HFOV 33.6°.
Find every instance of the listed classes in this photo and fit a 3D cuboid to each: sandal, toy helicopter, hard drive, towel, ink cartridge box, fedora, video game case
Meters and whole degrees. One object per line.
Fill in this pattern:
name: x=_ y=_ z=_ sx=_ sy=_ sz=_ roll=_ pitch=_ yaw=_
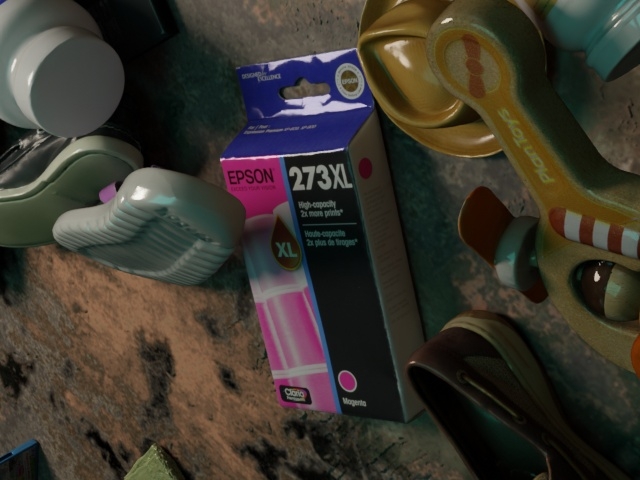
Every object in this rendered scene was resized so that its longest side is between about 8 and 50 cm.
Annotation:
sandal: x=-0.170 y=-0.027 z=1.146 sx=0.169 sy=0.102 sz=0.416 roll=27 pitch=163 yaw=-22
toy helicopter: x=0.186 y=-0.030 z=0.803 sx=0.355 sy=0.140 sz=0.235 roll=52 pitch=152 yaw=-18
hard drive: x=-0.222 y=-0.249 z=1.183 sx=0.135 sy=0.022 sz=0.094 roll=-18 pitch=96 yaw=44
towel: x=-0.202 y=0.354 z=1.432 sx=0.148 sy=0.027 sz=0.110 roll=53 pitch=133 yaw=11
ink cartridge box: x=0.000 y=0.000 z=1.079 sx=0.175 sy=0.069 sz=0.371 roll=0 pitch=106 yaw=41
fedora: x=0.096 y=-0.152 z=0.913 sx=0.194 sy=0.079 sz=0.194 roll=18 pitch=119 yaw=35
video game case: x=-0.498 y=0.383 z=1.602 sx=0.015 sy=0.166 sz=0.119 roll=29 pitch=125 yaw=29

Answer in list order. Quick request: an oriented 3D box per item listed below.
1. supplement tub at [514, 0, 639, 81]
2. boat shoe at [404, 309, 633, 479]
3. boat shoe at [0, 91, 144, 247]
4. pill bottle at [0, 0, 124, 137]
supplement tub: x=0.187 y=-0.227 z=0.755 sx=0.200 sy=0.144 sz=0.144 roll=52 pitch=133 yaw=9
boat shoe: x=0.195 y=0.229 z=0.965 sx=0.123 sy=0.123 sz=0.342 roll=-37 pitch=83 yaw=44
boat shoe: x=-0.328 y=-0.087 z=1.293 sx=0.340 sy=0.127 sz=0.113 roll=-28 pitch=50 yaw=46
pill bottle: x=-0.334 y=-0.215 z=1.176 sx=0.272 sy=0.152 sz=0.152 roll=35 pitch=129 yaw=38
